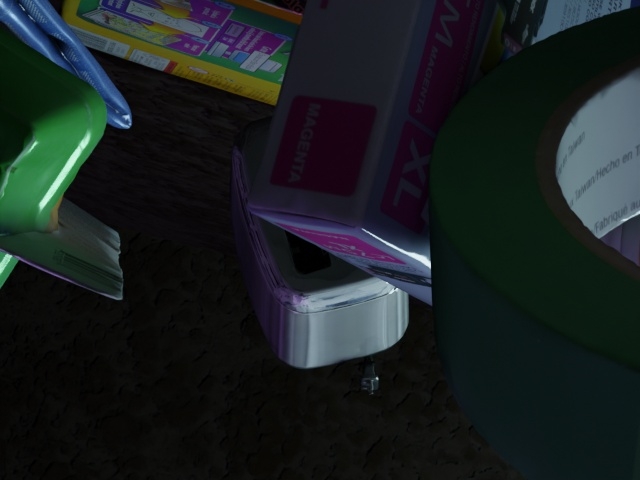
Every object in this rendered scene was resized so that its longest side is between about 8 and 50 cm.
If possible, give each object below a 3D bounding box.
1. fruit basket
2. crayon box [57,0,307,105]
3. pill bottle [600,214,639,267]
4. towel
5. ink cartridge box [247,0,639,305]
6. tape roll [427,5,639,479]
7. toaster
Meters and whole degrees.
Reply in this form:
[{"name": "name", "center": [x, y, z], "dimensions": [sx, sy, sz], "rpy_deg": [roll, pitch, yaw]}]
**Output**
[{"name": "fruit basket", "center": [-0.252, -0.064, 1.036], "dimensions": [0.327, 0.165, 0.353], "rpy_deg": [33, 177, -9]}, {"name": "crayon box", "center": [-0.046, -0.140, 1.010], "dimensions": [0.165, 0.081, 0.278], "rpy_deg": [17, 174, -9]}, {"name": "pill bottle", "center": [0.276, 0.004, 1.287], "dimensions": [0.208, 0.117, 0.117], "rpy_deg": [11, 172, 39]}, {"name": "towel", "center": [-0.250, -0.166, 1.116], "dimensions": [0.285, 0.034, 0.209], "rpy_deg": [32, 172, 19]}, {"name": "ink cartridge box", "center": [0.081, -0.060, 0.898], "dimensions": [0.065, 0.185, 0.311], "rpy_deg": [12, 172, 26]}, {"name": "tape roll", "center": [0.202, 0.001, 0.736], "dimensions": [0.321, 0.077, 0.321], "rpy_deg": [-4, -149, 2]}, {"name": "toaster", "center": [0.000, 0.000, 1.527], "dimensions": [0.129, 0.227, 0.146], "rpy_deg": [-13, 158, -5]}]
